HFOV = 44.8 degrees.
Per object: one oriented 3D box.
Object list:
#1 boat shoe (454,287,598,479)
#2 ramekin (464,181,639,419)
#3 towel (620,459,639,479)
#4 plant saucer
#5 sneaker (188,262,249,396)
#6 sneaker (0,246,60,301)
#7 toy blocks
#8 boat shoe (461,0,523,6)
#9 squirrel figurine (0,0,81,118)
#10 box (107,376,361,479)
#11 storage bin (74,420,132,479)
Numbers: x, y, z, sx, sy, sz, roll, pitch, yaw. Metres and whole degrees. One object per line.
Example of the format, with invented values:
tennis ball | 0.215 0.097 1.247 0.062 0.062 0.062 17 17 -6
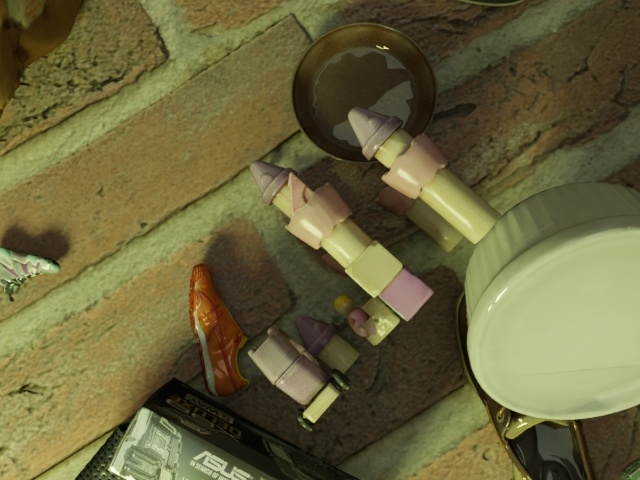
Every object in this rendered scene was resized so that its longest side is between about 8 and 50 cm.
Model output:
boat shoe | 0.262 0.206 0.951 0.123 0.123 0.342 -16 82 -1
ramekin | 0.280 0.060 0.837 0.273 0.272 0.127 -8 38 1
towel | 0.468 0.329 0.979 0.113 0.023 0.152 -34 83 -2
plant saucer | 0.058 -0.197 1.058 0.199 0.036 0.198 0 83 1
sneaker | -0.134 0.114 1.016 0.067 0.064 0.175 -13 89 -15
sneaker | -0.399 0.050 1.039 0.098 0.038 0.069 12 84 13
toy blocks | 0.000 0.000 0.911 0.260 0.288 0.309 42 88 3
boat shoe | 0.144 -0.427 1.057 0.335 0.095 0.112 31 84 6
squirrel figurine | -0.546 -0.301 0.980 0.371 0.281 0.396 8 80 9
box | -0.068 0.272 0.878 0.307 0.242 0.076 29 85 -1
storage bin | -0.195 0.311 0.952 0.180 0.122 0.084 37 85 6
